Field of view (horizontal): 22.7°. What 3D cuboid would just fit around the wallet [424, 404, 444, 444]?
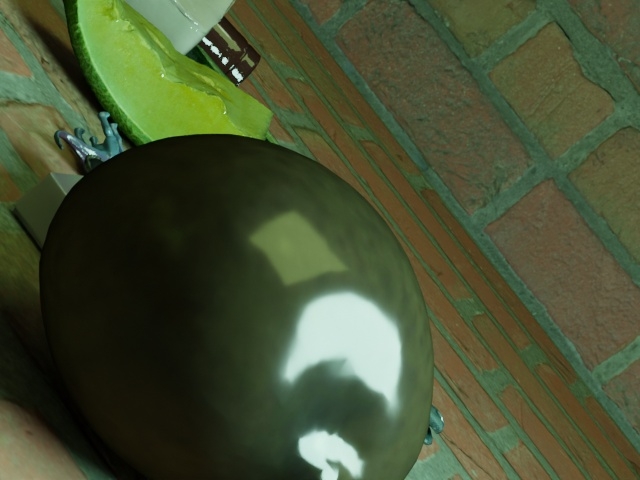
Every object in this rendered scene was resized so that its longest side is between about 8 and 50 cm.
[{"bbox_3d":[0.017,0.079,1.930,0.342,0.075,0.237,45,8,-22],"label":"wallet"}]

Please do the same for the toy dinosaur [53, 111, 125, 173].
[{"bbox_3d":[-0.219,-0.085,1.613,0.080,0.045,0.197,67,13,20],"label":"toy dinosaur"}]

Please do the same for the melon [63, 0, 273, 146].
[{"bbox_3d":[-0.194,-0.182,1.819,0.323,0.124,0.196,42,13,-13],"label":"melon"}]

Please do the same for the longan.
[{"bbox_3d":[-0.054,0.070,1.216,0.350,0.288,0.288,42,15,-27],"label":"longan"}]

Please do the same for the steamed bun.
[{"bbox_3d":[-0.202,-0.331,2.081,0.146,0.164,0.242,46,39,-20],"label":"steamed bun"}]

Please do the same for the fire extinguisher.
[{"bbox_3d":[-0.228,-0.357,2.243,0.341,0.105,0.141,48,8,-18],"label":"fire extinguisher"}]

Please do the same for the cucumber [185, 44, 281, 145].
[{"bbox_3d":[-0.133,-0.181,2.161,0.244,0.063,0.115,54,5,16],"label":"cucumber"}]

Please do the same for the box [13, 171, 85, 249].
[{"bbox_3d":[-0.194,0.007,1.419,0.129,0.051,0.130,52,12,9],"label":"box"}]

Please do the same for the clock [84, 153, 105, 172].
[{"bbox_3d":[-0.187,-0.048,1.466,0.074,0.010,0.083,55,12,22],"label":"clock"}]
